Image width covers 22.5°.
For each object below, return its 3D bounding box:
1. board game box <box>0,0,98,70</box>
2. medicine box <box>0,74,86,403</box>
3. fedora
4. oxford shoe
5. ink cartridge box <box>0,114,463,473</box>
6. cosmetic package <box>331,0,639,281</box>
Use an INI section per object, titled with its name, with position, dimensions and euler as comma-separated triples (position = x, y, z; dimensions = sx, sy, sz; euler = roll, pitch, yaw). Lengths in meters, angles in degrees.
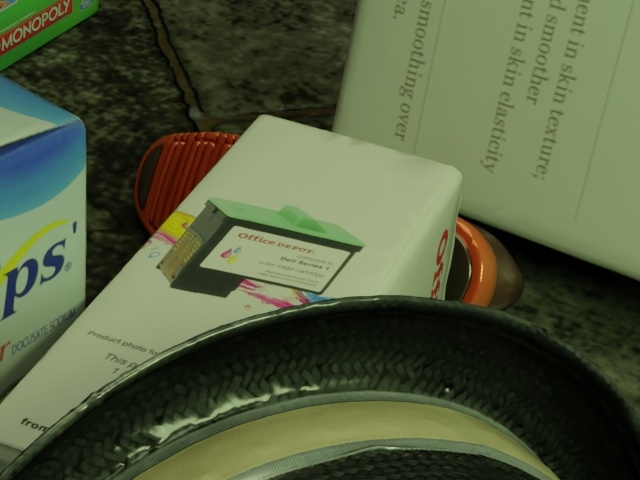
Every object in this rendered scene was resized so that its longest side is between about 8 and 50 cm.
[board game box]
position = -0.365, -0.206, 1.264
dimensions = 0.317, 0.046, 0.213
euler = 22, 39, 20
[medicine box]
position = -0.249, 0.037, 0.733
dimensions = 0.263, 0.289, 0.149
euler = 28, 41, 28
[fedora]
position = 0.022, 0.179, 0.545
dimensions = 0.334, 0.334, 0.152
euler = -14, 22, -26
[oxford shoe]
position = 0.000, 0.000, 1.019
dimensions = 0.271, 0.097, 0.098
euler = 22, 6, 30
[ink cartridge box]
position = -0.039, 0.097, 0.756
dimensions = 0.117, 0.201, 0.278
euler = 17, 37, 15
[cosmetic package]
position = 0.266, -0.172, 1.030
dimensions = 0.394, 0.329, 0.327
euler = 22, 27, 20
